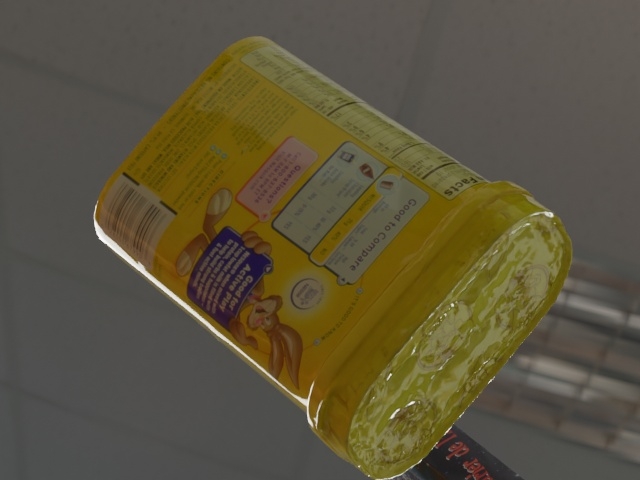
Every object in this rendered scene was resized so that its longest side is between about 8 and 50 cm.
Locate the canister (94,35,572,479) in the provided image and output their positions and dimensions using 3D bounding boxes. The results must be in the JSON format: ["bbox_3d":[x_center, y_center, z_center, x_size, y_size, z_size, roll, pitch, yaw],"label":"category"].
[{"bbox_3d":[0.000,0.000,0.690,0.170,0.126,0.073,37,-8,34],"label":"canister"}]

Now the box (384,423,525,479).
[{"bbox_3d":[0.127,0.232,1.283,0.233,0.044,0.159,36,-33,45],"label":"box"}]
